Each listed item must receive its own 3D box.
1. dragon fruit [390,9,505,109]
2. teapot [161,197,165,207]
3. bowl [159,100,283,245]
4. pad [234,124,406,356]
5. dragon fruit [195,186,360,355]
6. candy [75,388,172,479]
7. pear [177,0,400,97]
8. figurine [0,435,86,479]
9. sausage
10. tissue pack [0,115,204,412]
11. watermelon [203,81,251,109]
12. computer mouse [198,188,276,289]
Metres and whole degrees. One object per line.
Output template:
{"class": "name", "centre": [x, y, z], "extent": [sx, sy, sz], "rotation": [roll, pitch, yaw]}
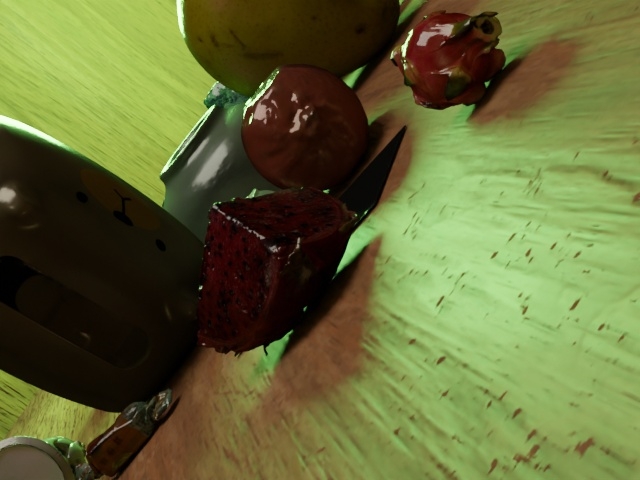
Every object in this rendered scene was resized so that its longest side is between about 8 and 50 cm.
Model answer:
{"class": "dragon fruit", "centre": [0.110, -0.151, 1.204], "extent": [0.086, 0.081, 0.116], "rotation": [-45, 5, -16]}
{"class": "teapot", "centre": [-0.193, -0.070, 2.388], "extent": [0.149, 0.108, 0.111], "rotation": [-53, 10, 11]}
{"class": "bowl", "centre": [-0.131, -0.095, 2.036], "extent": [0.289, 0.146, 0.289], "rotation": [-52, 8, 11]}
{"class": "pad", "centre": [0.000, 0.000, 1.443], "extent": [0.243, 0.004, 0.163], "rotation": [-47, 10, 34]}
{"class": "dragon fruit", "centre": [-0.033, 0.038, 1.277], "extent": [0.127, 0.121, 0.161], "rotation": [40, 127, 42]}
{"class": "candy", "centre": [-0.225, 0.224, 1.627], "extent": [0.182, 0.046, 0.053], "rotation": [-49, 12, 19]}
{"class": "pear", "centre": [-0.042, -0.336, 2.053], "extent": [0.336, 0.284, 0.285], "rotation": [-2, 32, 18]}
{"class": "figurine", "centre": [-0.348, 0.293, 1.834], "extent": [0.132, 0.132, 0.154], "rotation": [-52, -4, 11]}
{"class": "sausage", "centre": [-0.020, -0.123, 1.610], "extent": [0.148, 0.148, 0.254], "rotation": [-54, 11, 1]}
{"class": "tissue pack", "centre": [-0.319, 0.034, 1.760], "extent": [0.267, 0.387, 0.277], "rotation": [-53, 26, 5]}
{"class": "watermelon", "centre": [-0.083, -0.289, 2.596], "extent": [0.318, 0.148, 0.226], "rotation": [-56, 1, -25]}
{"class": "computer mouse", "centre": [-0.087, 0.009, 1.690], "extent": [0.126, 0.056, 0.245], "rotation": [-53, 9, 11]}
